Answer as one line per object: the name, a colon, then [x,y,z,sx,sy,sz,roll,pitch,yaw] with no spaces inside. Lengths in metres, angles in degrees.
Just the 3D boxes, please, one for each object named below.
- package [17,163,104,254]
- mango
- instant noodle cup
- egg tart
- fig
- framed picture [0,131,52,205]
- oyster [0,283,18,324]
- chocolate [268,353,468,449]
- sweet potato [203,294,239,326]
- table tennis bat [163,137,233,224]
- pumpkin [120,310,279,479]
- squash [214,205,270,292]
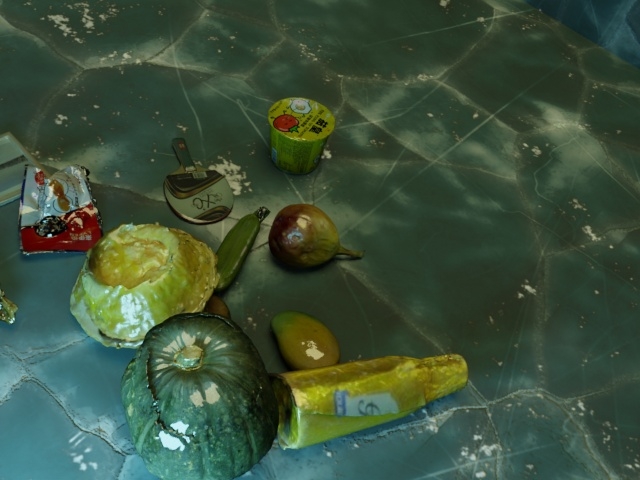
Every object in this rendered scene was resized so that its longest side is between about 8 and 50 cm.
package: [-0.622,-0.076,2.020,0.194,0.071,0.269,-8,63,-19]
mango: [-0.036,0.225,1.877,0.194,0.092,0.130,35,50,30]
instant noodle cup: [-0.061,-0.274,2.294,0.182,0.144,0.182,7,46,-7]
egg tart: [-0.387,0.073,1.840,0.345,0.132,0.345,-3,47,4]
fig: [0.000,0.000,2.077,0.257,0.159,0.159,17,42,-27]
framed picture: [-0.826,-0.151,2.061,0.289,0.016,0.213,-30,61,-35]
oyster: [-0.785,0.089,1.818,0.345,0.078,0.129,28,68,9]
chocolate: [0.113,0.306,1.786,0.445,0.162,0.162,-10,51,-24]
sweet potato: [-0.254,0.146,1.912,0.249,0.059,0.069,39,14,36]
table tennis bat: [-0.326,-0.155,2.198,0.173,0.022,0.301,-8,52,-22]
pumpkin: [-0.238,0.298,1.638,0.291,0.257,0.328,-22,51,-23]
squash: [-0.206,0.031,2.013,0.080,0.071,0.318,-13,32,33]
